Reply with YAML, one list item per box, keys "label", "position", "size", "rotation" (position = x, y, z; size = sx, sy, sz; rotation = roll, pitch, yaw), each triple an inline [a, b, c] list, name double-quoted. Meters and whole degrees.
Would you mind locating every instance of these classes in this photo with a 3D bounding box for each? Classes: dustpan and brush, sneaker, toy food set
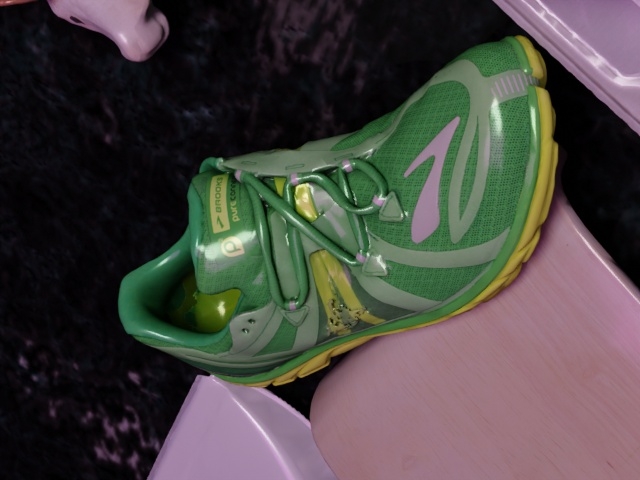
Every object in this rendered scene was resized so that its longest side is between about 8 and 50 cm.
- label: "dustpan and brush"
  position: [-0.005, 0.183, 0.792]
  size: [0.211, 0.060, 0.147]
  rotation: [39, 126, 16]
- label: "sneaker"
  position: [0.000, 0.000, 0.634]
  size: [0.295, 0.123, 0.109]
  rotation: [-37, 54, 39]
- label: "toy food set"
  position: [0.154, 0.131, 0.668]
  size: [0.306, 0.092, 0.220]
  rotation: [50, 126, 10]

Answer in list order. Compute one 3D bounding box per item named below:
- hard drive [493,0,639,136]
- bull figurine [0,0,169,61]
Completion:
- label: "hard drive"
  position: [0.199, -0.144, 0.522]
  size: [0.339, 0.064, 0.237]
  rotation: [44, 125, 3]
- label: "bull figurine"
  position: [-0.081, -0.226, 0.596]
  size: [0.188, 0.101, 0.310]
  rotation: [19, 118, 35]
